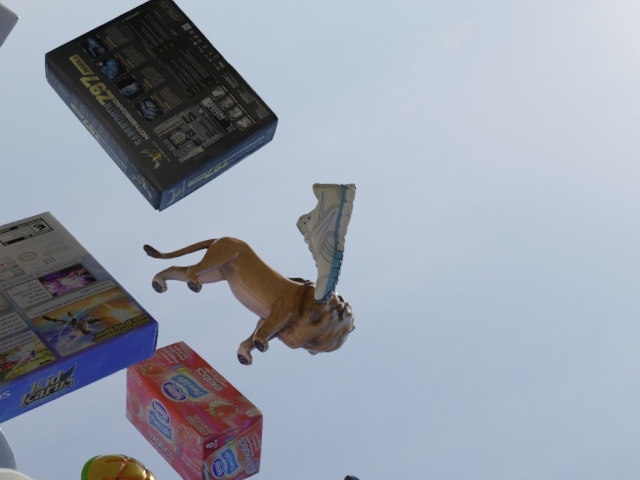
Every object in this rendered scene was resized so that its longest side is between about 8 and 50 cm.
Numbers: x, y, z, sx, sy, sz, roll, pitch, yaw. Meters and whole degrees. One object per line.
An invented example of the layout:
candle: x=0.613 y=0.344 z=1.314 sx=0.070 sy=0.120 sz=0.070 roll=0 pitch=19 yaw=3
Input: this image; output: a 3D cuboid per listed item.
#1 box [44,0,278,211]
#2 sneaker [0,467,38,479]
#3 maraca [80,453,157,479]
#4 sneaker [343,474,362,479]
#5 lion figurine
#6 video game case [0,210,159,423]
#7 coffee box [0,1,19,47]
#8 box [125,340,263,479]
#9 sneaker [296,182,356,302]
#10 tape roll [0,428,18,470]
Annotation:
box: x=-0.194 y=-0.173 z=1.207 sx=0.183 sy=0.059 sz=0.232 roll=-36 pitch=-104 yaw=-27
sneaker: x=-0.152 y=0.094 z=0.249 sx=0.091 sy=0.126 sz=0.240 roll=-22 pitch=-169 yaw=16
maraca: x=-0.261 y=0.373 z=1.355 sx=0.099 sy=0.185 sz=0.127 roll=-43 pitch=161 yaw=24
sneaker: x=0.091 y=0.366 z=1.347 sx=0.059 sy=0.053 sz=0.144 roll=-39 pitch=-116 yaw=-25
lion figurine: x=-0.125 y=0.089 z=1.871 sx=0.240 sy=0.392 sz=0.142 roll=-42 pitch=174 yaw=-40
video game case: x=-0.364 y=0.088 z=1.123 sx=0.269 sy=0.061 sz=0.244 roll=-22 pitch=-132 yaw=-38
coffee box: x=-0.696 y=-0.306 z=1.386 sx=0.337 sy=0.338 sz=0.334 roll=-55 pitch=-138 yaw=1
box: x=-0.218 y=0.295 z=1.670 sx=0.122 sy=0.128 sz=0.257 roll=-16 pitch=-146 yaw=-36
sneaker: x=0.000 y=0.000 z=1.511 sx=0.083 sy=0.071 sz=0.190 roll=10 pitch=-103 yaw=-1
tape roll: x=-0.368 y=0.230 z=0.836 sx=0.072 sy=0.219 sz=0.219 roll=2 pitch=-142 yaw=42
